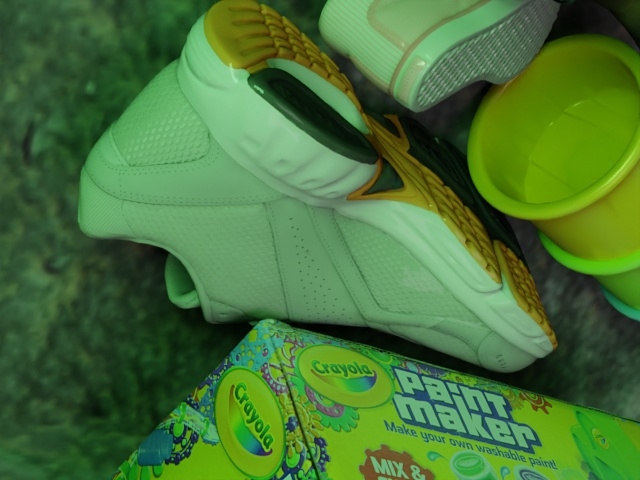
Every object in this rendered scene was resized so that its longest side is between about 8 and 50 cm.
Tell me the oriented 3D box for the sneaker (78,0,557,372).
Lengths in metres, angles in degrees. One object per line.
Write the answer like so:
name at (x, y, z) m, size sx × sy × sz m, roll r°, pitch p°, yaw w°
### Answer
sneaker at (0.000, 0.000, 0.756) m, size 0.121 × 0.099 × 0.262 m, roll -37°, pitch 133°, yaw 20°

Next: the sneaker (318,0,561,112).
sneaker at (0.050, -0.099, 0.732) m, size 0.134 × 0.070 × 0.051 m, roll -26°, pitch 145°, yaw -52°

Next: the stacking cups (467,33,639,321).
stacking cups at (0.197, 0.012, 0.867) m, size 0.096 × 0.096 × 0.316 m, roll -47°, pitch 135°, yaw 9°

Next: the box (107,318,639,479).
box at (0.023, 0.212, 0.814) m, size 0.290 × 0.177 × 0.279 m, roll 17°, pitch 128°, yaw -38°

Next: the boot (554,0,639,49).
boot at (0.104, -0.112, 0.698) m, size 0.106 × 0.082 × 0.219 m, roll -26°, pitch 103°, yaw -7°
